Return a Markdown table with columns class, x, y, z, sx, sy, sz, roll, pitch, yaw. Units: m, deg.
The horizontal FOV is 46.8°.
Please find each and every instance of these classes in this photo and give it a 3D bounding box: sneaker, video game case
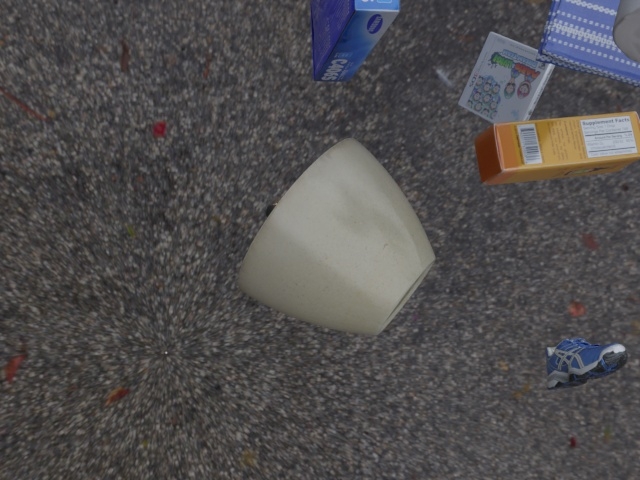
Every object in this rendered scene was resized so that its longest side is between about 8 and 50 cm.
| class | x | y | z | sx | sy | sz | roll | pitch | yaw |
| --- | --- | --- | --- | --- | --- | --- | --- | --- | --- |
| sneaker | 0.461 | 0.211 | 1.319 | 0.080 | 0.211 | 0.081 | -1 | 70 | -19 |
| video game case | 0.326 | -0.278 | 1.304 | 0.019 | 0.157 | 0.143 | 7 | 114 | -39 |

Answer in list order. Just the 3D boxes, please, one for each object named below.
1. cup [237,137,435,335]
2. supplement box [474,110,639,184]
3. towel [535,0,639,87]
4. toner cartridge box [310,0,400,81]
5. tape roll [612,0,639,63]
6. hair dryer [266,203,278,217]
| class | x | y | z | sx | sy | sz | roll | pitch | yaw |
| --- | --- | --- | --- | --- | --- | --- | --- | --- | --- |
| cup | 0.055 | 0.025 | 1.272 | 0.237 | 0.331 | 0.331 | 37 | 76 | 11 |
| supplement box | 0.352 | -0.135 | 1.088 | 0.234 | 0.078 | 0.080 | -5 | 80 | -12 |
| towel | 0.403 | -0.317 | 0.841 | 0.243 | 0.040 | 0.336 | 18 | 78 | 7 |
| toner cartridge box | 0.050 | -0.404 | 1.275 | 0.075 | 0.348 | 0.165 | -3 | 86 | -11 |
| tape roll | 0.379 | -0.181 | 0.559 | 0.286 | 0.286 | 0.100 | 14 | 93 | -9 |
| hair dryer | 0.000 | 0.000 | 1.607 | 0.080 | 0.293 | 0.223 | -15 | 91 | -37 |
